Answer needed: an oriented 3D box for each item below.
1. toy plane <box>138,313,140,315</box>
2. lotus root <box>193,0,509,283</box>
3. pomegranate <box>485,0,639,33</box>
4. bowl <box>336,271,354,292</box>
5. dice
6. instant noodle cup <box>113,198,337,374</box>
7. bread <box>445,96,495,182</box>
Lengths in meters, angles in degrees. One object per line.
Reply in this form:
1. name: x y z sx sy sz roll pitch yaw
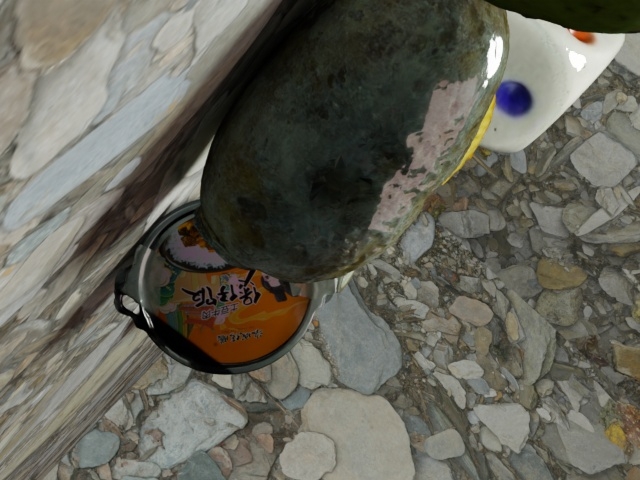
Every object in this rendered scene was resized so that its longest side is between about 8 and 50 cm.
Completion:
1. toy plane: -0.150 0.067 1.454 0.267 0.123 0.267 -29 174 -3
2. lotus root: 0.030 -0.094 0.724 0.349 0.175 0.175 -51 178 30
3. pomegranate: 0.104 -0.177 0.348 0.248 0.202 0.202 -5 146 -46
4. bowl: 0.000 0.000 1.777 0.337 0.157 0.337 -60 170 -18
5. dice: 0.378 -0.378 1.876 0.277 0.304 0.304 -46 179 -42
6. instant noodle cup: -0.095 0.031 0.962 0.125 0.208 0.178 -113 -147 -75
7. bread: 0.099 -0.157 1.190 0.268 0.146 0.268 -32 150 -21
